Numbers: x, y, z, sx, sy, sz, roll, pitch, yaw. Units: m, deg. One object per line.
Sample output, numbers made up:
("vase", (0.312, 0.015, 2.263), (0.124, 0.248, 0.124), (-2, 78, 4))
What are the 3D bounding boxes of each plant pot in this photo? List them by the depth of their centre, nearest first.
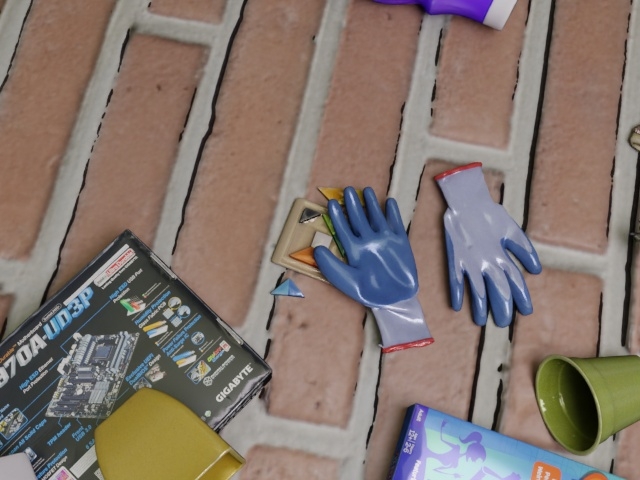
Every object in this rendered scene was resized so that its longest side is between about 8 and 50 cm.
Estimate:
("plant pot", (-0.115, 0.154, 0.551), (0.081, 0.081, 0.083), (-42, 70, -14))
("plant pot", (0.237, 0.129, 0.633), (0.079, 0.083, 0.083), (-9, 73, -19))

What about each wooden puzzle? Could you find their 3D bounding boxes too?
("wooden puzzle", (0.000, 0.000, 0.689), (0.078, 0.014, 0.116), (13, 73, 1))

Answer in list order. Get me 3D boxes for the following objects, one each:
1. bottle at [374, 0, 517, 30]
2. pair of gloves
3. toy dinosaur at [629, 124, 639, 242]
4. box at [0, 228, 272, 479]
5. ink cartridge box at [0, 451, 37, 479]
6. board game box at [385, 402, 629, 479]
("bottle", (0.064, -0.294, 0.742), (0.283, 0.092, 0.118), (28, 72, 6))
("pair of gloves", (0.095, 0.014, 0.679), (0.198, 0.023, 0.159), (-14, 74, -13))
("toy dinosaur", (0.348, 0.009, 0.682), (0.118, 0.064, 0.268), (-26, 79, -17))
("box", (-0.175, 0.126, 0.621), (0.175, 0.051, 0.220), (42, 76, 9))
("ink cartridge box", (-0.264, 0.304, 0.458), (0.197, 0.198, 0.270), (-31, 76, 11))
("board game box", (0.148, 0.241, 0.603), (0.210, 0.047, 0.160), (19, 73, 3))
